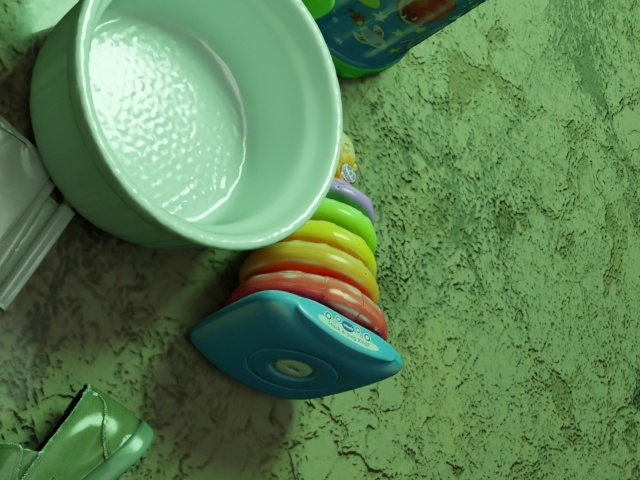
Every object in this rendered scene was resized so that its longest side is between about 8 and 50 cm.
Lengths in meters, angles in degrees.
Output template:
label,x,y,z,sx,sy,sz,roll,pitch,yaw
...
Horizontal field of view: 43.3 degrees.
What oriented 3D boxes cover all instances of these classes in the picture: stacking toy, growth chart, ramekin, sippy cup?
label,x,y,z,sx,sy,sz,roll,pitch,yaw
stacking toy,0.000,0.000,0.842,0.175,0.165,0.302,32,52,-27
growth chart,-0.314,-0.054,0.662,0.237,0.021,0.172,50,58,-23
ramekin,-0.122,-0.121,0.736,0.277,0.135,0.278,8,78,-41
sippy cup,0.089,-0.319,0.881,0.240,0.224,0.306,32,66,-32

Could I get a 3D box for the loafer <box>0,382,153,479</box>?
label,x,y,z,sx,sy,sz,roll,pitch,yaw
loafer,-0.253,0.207,0.647,0.251,0.094,0.087,-38,97,-39
